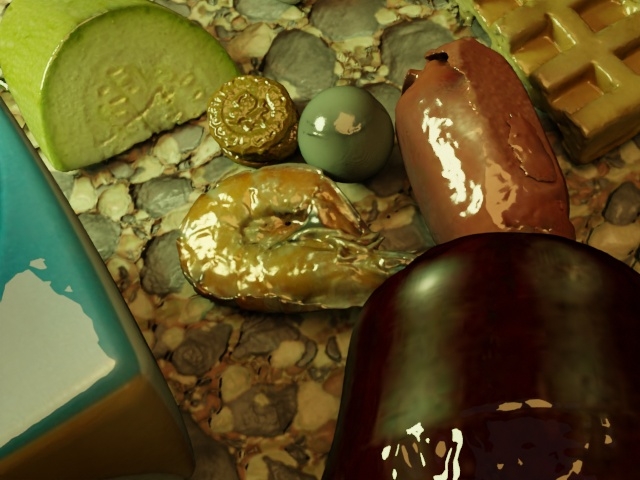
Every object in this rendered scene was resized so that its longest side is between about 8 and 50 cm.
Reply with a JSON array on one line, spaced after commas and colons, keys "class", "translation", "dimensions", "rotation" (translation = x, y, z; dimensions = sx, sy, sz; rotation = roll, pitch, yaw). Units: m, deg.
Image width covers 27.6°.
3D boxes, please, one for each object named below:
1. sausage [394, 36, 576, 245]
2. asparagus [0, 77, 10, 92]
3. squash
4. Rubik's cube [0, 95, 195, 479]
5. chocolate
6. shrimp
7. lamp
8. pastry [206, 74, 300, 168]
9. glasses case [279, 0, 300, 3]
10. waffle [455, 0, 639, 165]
[{"class": "sausage", "translation": [0.168, -0.074, 1.339], "dimensions": [0.152, 0.152, 0.279], "rotation": [-17, 66, -7]}, {"class": "asparagus", "translation": [-0.389, -0.195, 1.482], "dimensions": [0.163, 0.016, 0.016], "rotation": [30, 96, 14]}, {"class": "squash", "translation": [-0.245, -0.210, 1.480], "dimensions": [0.237, 0.155, 0.204], "rotation": [-27, 105, -18]}, {"class": "Rubik's cube", "translation": [-0.341, 0.119, 1.153], "dimensions": [0.352, 0.347, 0.351], "rotation": [-31, 69, -13]}, {"class": "chocolate", "translation": [0.162, 0.169, 1.150], "dimensions": [0.384, 0.383, 0.331], "rotation": [-2, 50, 0]}, {"class": "shrimp", "translation": [0.000, 0.000, 1.334], "dimensions": [0.317, 0.062, 0.164], "rotation": [6, 76, 19]}, {"class": "lamp", "translation": [0.027, -0.113, 1.388], "dimensions": [0.105, 0.105, 0.105], "rotation": [0, 65, 1]}, {"class": "pastry", "translation": [-0.071, -0.130, 1.425], "dimensions": [0.109, 0.057, 0.097], "rotation": [18, 72, 11]}, {"class": "glasses case", "translation": [-0.097, -0.337, 1.509], "dimensions": [0.193, 0.074, 0.049], "rotation": [31, 73, 15]}, {"class": "waffle", "translation": [0.315, -0.285, 1.476], "dimensions": [0.304, 0.077, 0.348], "rotation": [-30, 70, -16]}]
